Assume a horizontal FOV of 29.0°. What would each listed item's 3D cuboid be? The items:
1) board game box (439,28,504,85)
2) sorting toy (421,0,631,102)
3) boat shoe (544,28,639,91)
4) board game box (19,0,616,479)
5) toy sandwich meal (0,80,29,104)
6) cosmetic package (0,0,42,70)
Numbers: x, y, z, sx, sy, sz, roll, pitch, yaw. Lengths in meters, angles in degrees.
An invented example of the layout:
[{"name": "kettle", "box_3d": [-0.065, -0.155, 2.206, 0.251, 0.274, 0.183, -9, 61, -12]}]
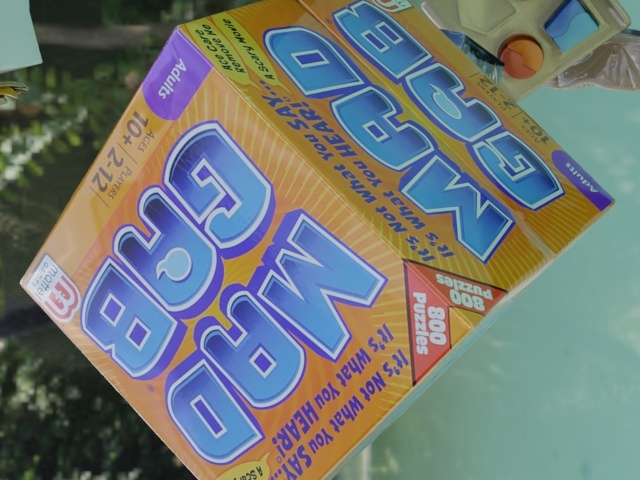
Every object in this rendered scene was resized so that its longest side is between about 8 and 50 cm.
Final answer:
[{"name": "board game box", "box_3d": [0.159, -0.130, 1.573, 0.165, 0.042, 0.243, 11, -85, -64]}, {"name": "sorting toy", "box_3d": [0.260, -0.350, 1.737, 0.307, 0.229, 0.041, 46, -151, -21]}, {"name": "boat shoe", "box_3d": [0.414, -0.280, 1.876, 0.285, 0.092, 0.102, 15, 109, 44]}, {"name": "board game box", "box_3d": [0.000, 0.000, 1.237, 0.356, 0.356, 0.356, -51, -12, 35]}, {"name": "toy sandwich meal", "box_3d": [-0.469, -0.212, 1.810, 0.085, 0.086, 0.029, 138, 127, -87]}, {"name": "cosmetic package", "box_3d": [-0.580, -0.283, 1.644, 0.155, 0.366, 0.197, -36, -67, -67]}]
